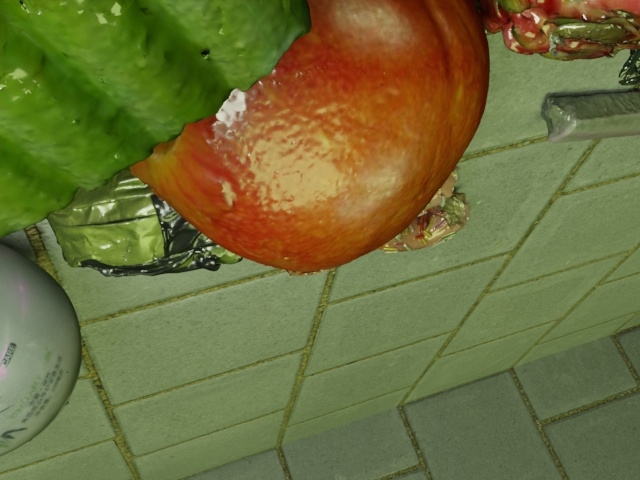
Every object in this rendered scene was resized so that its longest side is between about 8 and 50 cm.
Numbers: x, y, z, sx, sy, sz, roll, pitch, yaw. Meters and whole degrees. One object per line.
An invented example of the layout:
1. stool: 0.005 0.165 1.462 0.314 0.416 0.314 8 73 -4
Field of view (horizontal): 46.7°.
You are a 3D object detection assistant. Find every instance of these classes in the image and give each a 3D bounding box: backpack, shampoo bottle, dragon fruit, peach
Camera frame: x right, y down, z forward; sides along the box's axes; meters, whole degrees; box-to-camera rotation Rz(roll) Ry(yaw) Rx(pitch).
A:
1. backpack: -0.190 -0.046 0.871 0.253 0.207 0.140 -11 119 -3
2. shampoo bottle: -0.454 0.125 0.903 0.273 0.273 0.266 -27 147 10
3. dragon fruit: 0.262 -0.297 0.696 0.291 0.269 0.250 4 -178 37
4. peach: -0.011 -0.150 0.678 0.373 0.372 0.290 -1 165 -38

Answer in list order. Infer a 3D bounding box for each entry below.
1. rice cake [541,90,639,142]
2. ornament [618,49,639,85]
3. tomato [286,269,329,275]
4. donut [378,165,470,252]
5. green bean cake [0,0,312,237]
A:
1. rice cake: 0.532 -0.213 1.276 0.399 0.064 0.070 -8 157 -28
2. ornament: 0.472 -0.294 0.963 0.202 0.080 0.236 -17 158 -5
3. tomato: 0.000 0.000 1.262 0.156 0.069 0.155 -18 159 -7
4. donut: 0.160 -0.050 1.279 0.199 0.085 0.233 -25 153 10
5. green bean cake: -0.206 -0.191 0.431 0.335 0.319 0.218 -28 152 3
